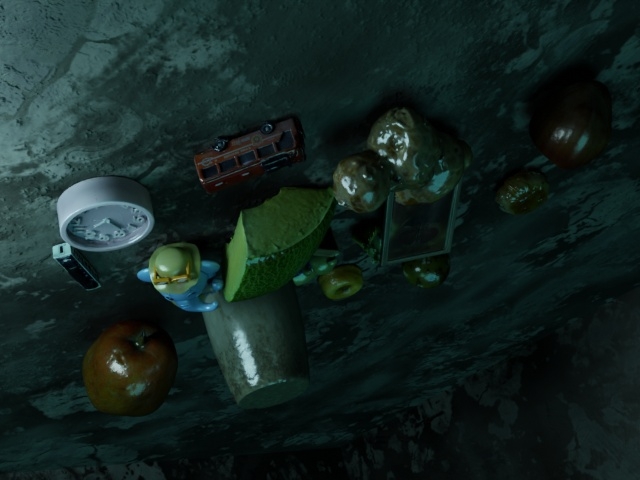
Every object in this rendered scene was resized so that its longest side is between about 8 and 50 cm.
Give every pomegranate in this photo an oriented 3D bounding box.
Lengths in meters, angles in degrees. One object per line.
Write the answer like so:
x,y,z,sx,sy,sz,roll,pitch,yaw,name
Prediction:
0.320,0.050,2.118,0.156,0.156,0.220,-7,141,-21,pomegranate

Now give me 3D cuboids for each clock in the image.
-0.462,-0.054,1.548,0.196,0.068,0.197,-14,152,-7,clock

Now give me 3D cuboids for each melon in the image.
-0.136,0.024,1.781,0.331,0.226,0.344,-52,171,-35,melon

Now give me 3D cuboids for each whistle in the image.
-0.050,0.071,1.997,0.227,0.105,0.085,-21,112,5,whistle

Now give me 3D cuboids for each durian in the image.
0.142,0.009,1.983,0.086,0.100,0.215,-28,158,12,durian

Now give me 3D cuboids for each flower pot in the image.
-0.175,0.292,2.072,0.293,0.330,0.294,-14,151,-8,flower pot

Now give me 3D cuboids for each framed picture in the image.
0.266,-0.062,1.916,0.211,0.020,0.290,-11,131,-14,framed picture

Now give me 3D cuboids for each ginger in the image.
0.204,-0.174,1.612,0.375,0.176,0.256,-3,131,-46,ginger

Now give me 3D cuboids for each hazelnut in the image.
0.579,-0.273,1.665,0.186,0.210,0.210,-1,169,42,hazelnut

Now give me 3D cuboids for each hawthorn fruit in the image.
-0.528,0.353,2.042,0.267,0.268,0.301,0,143,-30,hawthorn fruit

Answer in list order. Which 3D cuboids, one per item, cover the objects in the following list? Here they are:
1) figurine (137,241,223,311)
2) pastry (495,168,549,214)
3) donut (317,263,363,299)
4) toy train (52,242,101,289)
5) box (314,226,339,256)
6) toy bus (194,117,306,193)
-0.333,0.097,1.818,0.179,0.154,0.262,14,165,27,figurine
0.562,-0.133,1.992,0.153,0.081,0.153,-10,152,-5,pastry
0.066,0.131,2.212,0.151,0.058,0.152,-15,155,-8,donut
-0.579,0.067,1.722,0.043,0.047,0.207,-15,153,-3,toy train
0.000,0.000,1.907,0.083,0.079,0.035,6,145,-40,box
-0.141,-0.176,1.487,0.234,0.096,0.073,-18,155,3,toy bus
